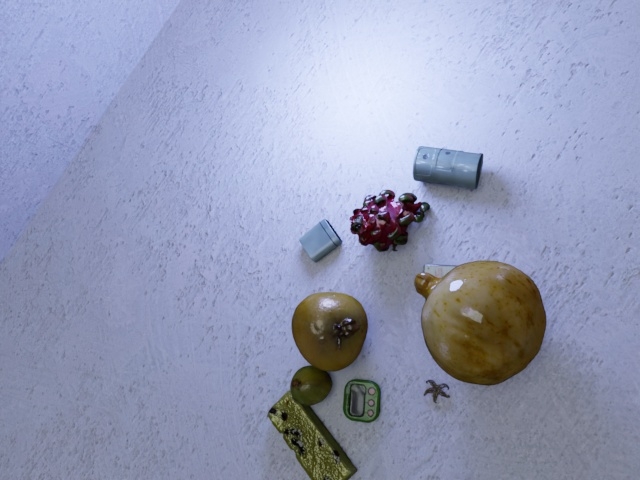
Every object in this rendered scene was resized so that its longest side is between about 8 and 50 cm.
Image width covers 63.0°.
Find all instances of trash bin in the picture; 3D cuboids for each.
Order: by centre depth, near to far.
[{"bbox_3d":[0.000,0.000,1.979,0.130,0.059,0.116,-38,65,10],"label":"trash bin"}]

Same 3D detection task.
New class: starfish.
[{"bbox_3d":[0.381,0.497,1.733,0.091,0.028,0.078,-24,72,19],"label":"starfish"}]

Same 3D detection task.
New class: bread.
[{"bbox_3d":[-0.040,0.696,1.821,0.138,0.077,0.361,-45,66,5],"label":"bread"}]

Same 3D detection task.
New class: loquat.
[{"bbox_3d":[0.038,0.301,1.777,0.274,0.275,0.275,-5,76,20],"label":"loquat"}]

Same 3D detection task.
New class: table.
[{"bbox_3d":[0.445,-0.256,1.830,0.220,0.126,0.126,12,82,22],"label":"table"}]

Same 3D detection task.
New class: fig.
[{"bbox_3d":[-0.034,0.509,1.836,0.136,0.153,0.121,19,127,38],"label":"fig"}]

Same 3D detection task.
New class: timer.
[{"bbox_3d":[0.143,0.551,1.802,0.128,0.047,0.140,1,78,20],"label":"timer"}]

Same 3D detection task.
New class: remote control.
[{"bbox_3d":[0.446,0.127,1.792,0.190,0.029,0.088,0,78,21],"label":"remote control"}]

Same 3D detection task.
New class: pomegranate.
[{"bbox_3d":[0.459,0.227,1.577,0.410,0.410,0.410,-5,76,20],"label":"pomegranate"}]

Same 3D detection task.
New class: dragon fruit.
[{"bbox_3d":[0.239,-0.082,1.832,0.273,0.198,0.218,-45,58,5],"label":"dragon fruit"}]
